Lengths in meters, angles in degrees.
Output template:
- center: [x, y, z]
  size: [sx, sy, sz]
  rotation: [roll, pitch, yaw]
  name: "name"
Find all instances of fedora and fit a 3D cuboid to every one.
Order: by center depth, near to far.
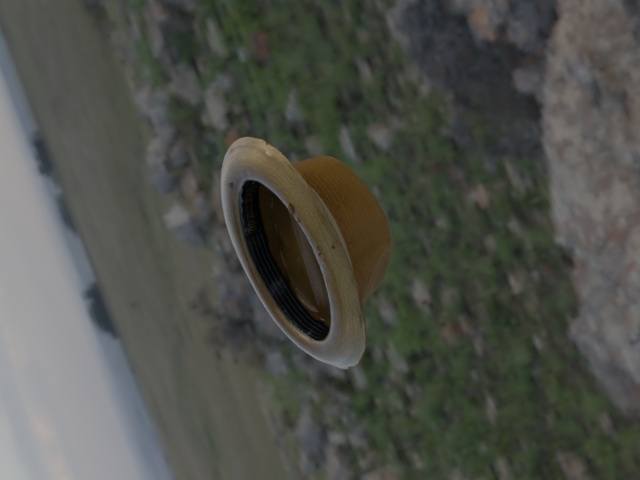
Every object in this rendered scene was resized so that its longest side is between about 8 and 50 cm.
- center: [0.000, 0.000, 1.152]
  size: [0.194, 0.079, 0.194]
  rotation: [45, 152, 33]
  name: "fedora"
